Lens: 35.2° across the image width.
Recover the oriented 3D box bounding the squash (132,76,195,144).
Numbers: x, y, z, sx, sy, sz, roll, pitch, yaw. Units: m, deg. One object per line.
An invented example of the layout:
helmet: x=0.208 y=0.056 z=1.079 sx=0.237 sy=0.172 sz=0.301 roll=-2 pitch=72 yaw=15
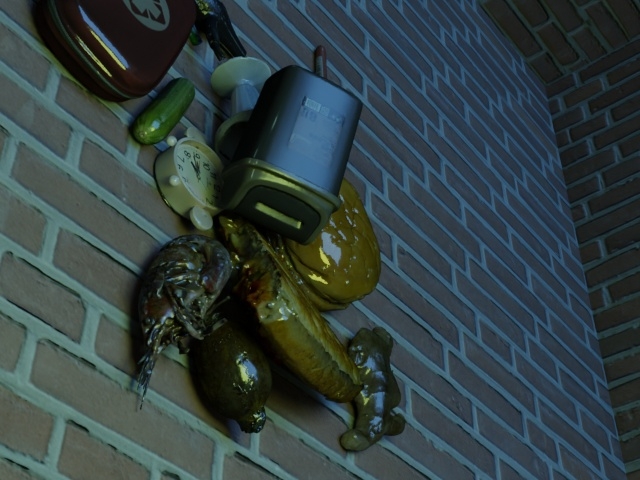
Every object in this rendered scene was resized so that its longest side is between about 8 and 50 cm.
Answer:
squash: x=-0.287 y=-0.243 z=1.872 sx=0.066 sy=0.066 sz=0.229 roll=52 pitch=28 yaw=-19

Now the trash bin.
trash bin: x=-0.053 y=-0.155 z=1.854 sx=0.209 sy=0.182 sz=0.290 roll=25 pitch=72 yaw=-20

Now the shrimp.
shrimp: x=-0.227 y=0.116 z=1.612 sx=0.145 sy=0.116 sz=0.343 roll=24 pitch=45 yaw=-8

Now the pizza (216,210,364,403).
pizza: x=-0.087 y=0.112 z=1.823 sx=0.406 sy=0.130 sz=0.440 roll=55 pitch=0 yaw=34

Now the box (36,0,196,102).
box: x=-0.362 y=-0.421 z=1.851 sx=0.263 sy=0.108 sz=0.404 roll=49 pitch=32 yaw=-23

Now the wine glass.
wine glass: x=-0.147 y=-0.257 z=2.035 sx=0.165 sy=0.165 sz=0.196 roll=30 pitch=34 yaw=-45

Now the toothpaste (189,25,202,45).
toothpaste: x=-0.276 y=-0.449 z=2.115 sx=0.083 sy=0.017 sz=0.020 roll=63 pitch=29 yaw=0

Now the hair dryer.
hair dryer: x=-0.211 y=-0.418 z=2.105 sx=0.195 sy=0.075 sz=0.219 roll=52 pitch=15 yaw=-37

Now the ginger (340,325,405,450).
ginger: x=0.114 y=0.296 z=2.061 sx=0.166 sy=0.080 sz=0.333 roll=29 pitch=38 yaw=-28

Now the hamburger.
hamburger: x=0.000 y=0.000 z=2.045 sx=0.318 sy=0.158 sz=0.319 roll=37 pitch=38 yaw=-36

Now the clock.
clock: x=-0.235 y=-0.110 z=1.850 sx=0.155 sy=0.063 sz=0.229 roll=27 pitch=42 yaw=-44

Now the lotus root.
lotus root: x=-0.142 y=0.219 z=1.659 sx=0.120 sy=0.120 sz=0.209 roll=-1 pitch=65 yaw=-59

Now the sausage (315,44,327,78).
sausage: x=0.002 y=-0.417 z=2.535 sx=0.029 sy=0.029 sz=0.223 roll=38 pitch=37 yaw=-39
